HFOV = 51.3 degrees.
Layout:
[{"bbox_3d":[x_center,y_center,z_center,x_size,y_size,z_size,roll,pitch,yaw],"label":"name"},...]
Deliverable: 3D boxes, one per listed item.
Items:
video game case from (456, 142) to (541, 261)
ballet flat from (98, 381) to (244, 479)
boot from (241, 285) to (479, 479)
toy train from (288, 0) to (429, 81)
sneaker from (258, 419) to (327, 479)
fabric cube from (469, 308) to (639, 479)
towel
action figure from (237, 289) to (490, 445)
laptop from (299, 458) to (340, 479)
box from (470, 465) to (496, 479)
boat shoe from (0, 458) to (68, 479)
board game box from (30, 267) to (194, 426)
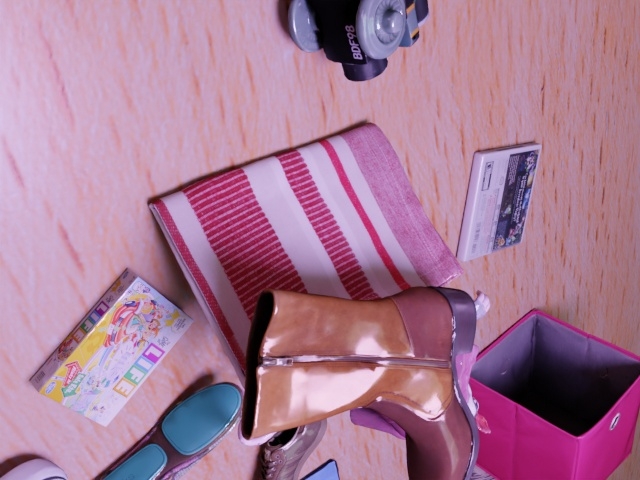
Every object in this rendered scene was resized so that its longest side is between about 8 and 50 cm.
[{"bbox_3d":[0.310,-0.068,1.156,0.173,0.022,0.190,-14,118,-38],"label":"video game case"},{"bbox_3d":[-0.181,0.263,0.830,0.221,0.077,0.079,-41,152,-15],"label":"ballet flat"},{"bbox_3d":[0.050,0.178,0.701,0.281,0.096,0.264,0,101,-38],"label":"boot"},{"bbox_3d":[0.035,-0.337,0.685,0.190,0.142,0.333,-49,136,-28],"label":"toy train"},{"bbox_3d":[-0.064,0.325,0.981,0.071,0.066,0.188,33,81,-30],"label":"sneaker"},{"bbox_3d":[0.458,0.344,1.328,0.254,0.259,0.258,-30,129,-31],"label":"fabric cube"},{"bbox_3d":[0.000,0.000,0.781,0.329,0.037,0.237,-24,80,-33],"label":"towel"},{"bbox_3d":[0.101,0.179,0.879,0.370,0.275,0.248,36,116,-18],"label":"action figure"},{"bbox_3d":[-0.019,0.635,0.998,0.382,0.408,0.236,-25,148,-33],"label":"laptop"},{"bbox_3d":[0.385,0.538,1.465,0.275,0.113,0.094,-47,134,-18],"label":"box"},{"bbox_3d":[-0.344,0.392,0.665,0.335,0.119,0.121,-60,151,-17],"label":"boat shoe"},{"bbox_3d":[-0.226,0.120,0.739,0.154,0.026,0.103,-52,136,-11],"label":"board game box"}]
